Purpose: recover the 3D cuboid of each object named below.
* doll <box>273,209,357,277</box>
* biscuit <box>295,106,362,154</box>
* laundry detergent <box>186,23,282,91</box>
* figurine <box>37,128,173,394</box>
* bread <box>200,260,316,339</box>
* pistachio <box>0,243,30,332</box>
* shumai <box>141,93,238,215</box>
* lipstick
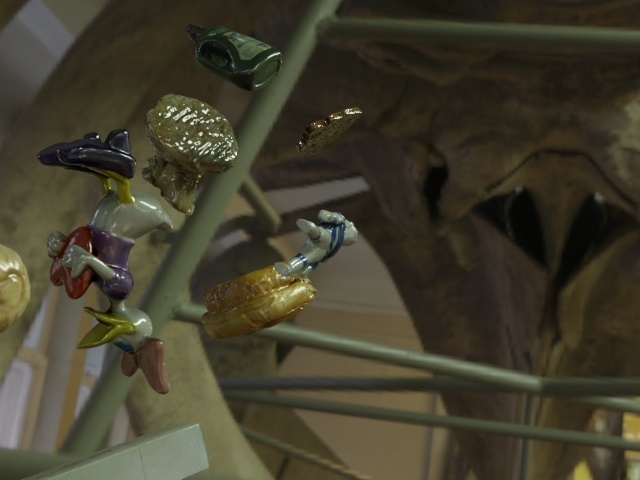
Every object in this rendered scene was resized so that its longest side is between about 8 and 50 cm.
[{"bbox_3d":[0.000,0.000,1.632,0.057,0.114,0.227,28,17,20],"label":"doll"},{"bbox_3d":[0.014,-0.192,1.789,0.130,0.019,0.119,-31,-13,-11],"label":"biscuit"},{"bbox_3d":[-0.201,-0.396,2.189,0.221,0.144,0.078,29,-44,18],"label":"laundry detergent"},{"bbox_3d":[-0.321,0.033,1.623,0.193,0.421,0.154,-6,13,-35],"label":"figurine"},{"bbox_3d":[-0.135,0.125,2.132,0.236,0.120,0.198,-22,0,40],"label":"bread"},{"bbox_3d":[-0.467,0.078,1.343,0.200,0.145,0.117,-27,-52,9],"label":"pistachio"},{"bbox_3d":[-0.235,-0.144,1.754,0.161,0.153,0.209,38,27,7],"label":"shumai"},{"bbox_3d":[-0.331,0.356,1.525,0.076,0.080,0.371,-13,1,44],"label":"lipstick"}]
